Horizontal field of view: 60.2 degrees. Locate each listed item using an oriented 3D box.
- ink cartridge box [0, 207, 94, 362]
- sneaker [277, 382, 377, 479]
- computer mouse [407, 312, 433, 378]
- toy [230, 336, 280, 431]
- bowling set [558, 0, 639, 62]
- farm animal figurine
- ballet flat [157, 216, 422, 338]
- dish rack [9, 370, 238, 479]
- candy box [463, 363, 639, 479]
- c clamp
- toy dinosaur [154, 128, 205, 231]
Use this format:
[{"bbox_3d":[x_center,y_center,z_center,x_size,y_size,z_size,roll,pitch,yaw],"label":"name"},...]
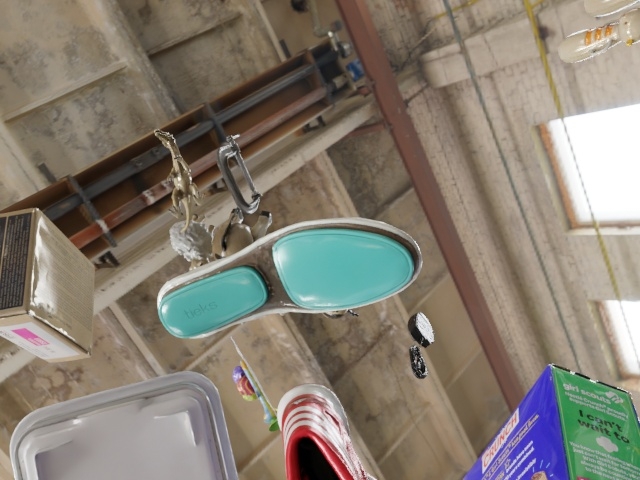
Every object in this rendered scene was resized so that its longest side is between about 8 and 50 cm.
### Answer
[{"bbox_3d":[-0.482,0.086,0.962,0.088,0.234,0.193,-9,-119,-2],"label":"ink cartridge box"},{"bbox_3d":[0.018,0.246,0.481,0.087,0.128,0.221,-29,-84,5],"label":"sneaker"},{"bbox_3d":[0.224,0.244,1.279,0.071,0.041,0.242,50,-156,-8],"label":"computer mouse"},{"bbox_3d":[-0.164,0.355,1.315,0.056,0.237,0.136,-32,-40,-16],"label":"toy"},{"bbox_3d":[0.409,-0.407,0.760,0.200,0.154,0.287,41,-111,-24],"label":"bowling set"},{"bbox_3d":[-0.124,0.081,1.144,0.326,0.331,0.172,59,-143,-34],"label":"farm animal figurine"},{"bbox_3d":[-0.051,0.041,0.804,0.139,0.401,0.139,-17,-90,-72],"label":"ballet flat"},{"bbox_3d":[-0.249,0.367,0.738,0.286,0.072,0.332,-12,-94,-13],"label":"dish rack"},{"bbox_3d":[0.271,0.351,0.649,0.317,0.122,0.268,-63,-6,-59],"label":"candy box"},{"bbox_3d":[-0.153,-0.131,1.076,0.160,0.022,0.137,69,-160,-7],"label":"c clamp"},{"bbox_3d":[-0.199,-0.074,0.812,0.053,0.092,0.183,-11,-55,-10],"label":"toy dinosaur"}]
